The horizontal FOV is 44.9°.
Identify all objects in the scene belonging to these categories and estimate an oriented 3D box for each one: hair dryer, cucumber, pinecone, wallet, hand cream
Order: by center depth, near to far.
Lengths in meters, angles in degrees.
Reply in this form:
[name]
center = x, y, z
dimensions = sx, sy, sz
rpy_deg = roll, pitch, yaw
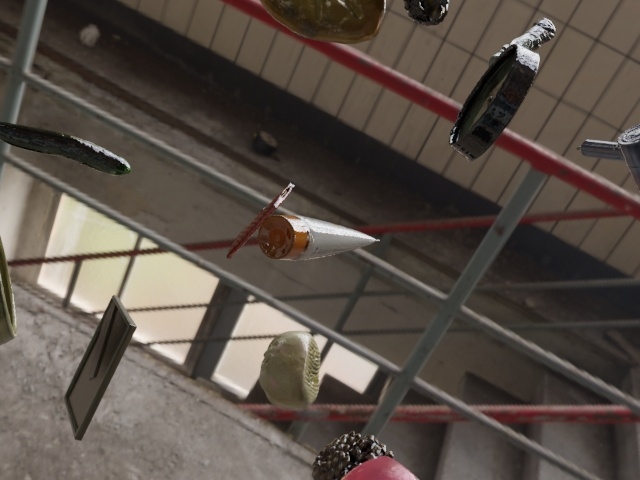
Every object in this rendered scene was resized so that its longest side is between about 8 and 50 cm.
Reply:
[hair dryer]
center = 0.291, -0.082, 0.757
dimensions = 0.063, 0.037, 0.114
rpy_deg = 59, -13, -23
[cucumber]
center = -0.512, -0.185, 1.530
dimensions = 0.284, 0.056, 0.056
rpy_deg = 17, 30, -9
[hand cream]
center = 0.000, 0.000, 1.586
dimensions = 0.140, 0.089, 0.314
rpy_deg = 0, -4, 28
[pinecone]
center = 0.084, 0.509, 1.632
dimensions = 0.204, 0.179, 0.184
rpy_deg = 47, 56, -9
[wallet]
center = -0.133, -0.041, 1.665
dimensions = 0.020, 0.196, 0.103
rpy_deg = 40, 38, -10

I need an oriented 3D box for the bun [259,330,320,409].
[bun]
center = -0.072, 0.305, 1.808
dimensions = 0.128, 0.178, 0.193
rpy_deg = 0, -19, 14

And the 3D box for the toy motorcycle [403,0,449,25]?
[toy motorcycle]
center = 0.145, -0.546, 1.192
dimensions = 0.134, 0.401, 0.207
rpy_deg = 13, 53, 49

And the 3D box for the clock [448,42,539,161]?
[clock]
center = 0.253, -0.206, 1.145
dimensions = 0.040, 0.184, 0.184
rpy_deg = 30, 28, -6

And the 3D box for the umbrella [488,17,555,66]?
[umbrella]
center = 0.361, -0.343, 1.381
dimensions = 0.046, 0.050, 0.188
rpy_deg = 25, 47, 30

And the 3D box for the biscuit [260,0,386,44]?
[biscuit]
center = 0.007, -0.419, 1.263
dimensions = 0.203, 0.041, 0.260
rpy_deg = -35, 70, -9

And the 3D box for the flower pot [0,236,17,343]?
[flower pot]
center = -0.853, 0.113, 1.790
dimensions = 0.244, 0.307, 0.307
rpy_deg = -10, 42, -19

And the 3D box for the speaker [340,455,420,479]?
[speaker]
center = 0.128, 0.495, 1.258
dimensions = 0.294, 0.294, 0.294
rpy_deg = 20, 29, -12

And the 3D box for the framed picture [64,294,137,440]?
[framed picture]
center = -0.472, 0.262, 1.640
dimensions = 0.018, 0.265, 0.192
rpy_deg = 24, 5, -30
